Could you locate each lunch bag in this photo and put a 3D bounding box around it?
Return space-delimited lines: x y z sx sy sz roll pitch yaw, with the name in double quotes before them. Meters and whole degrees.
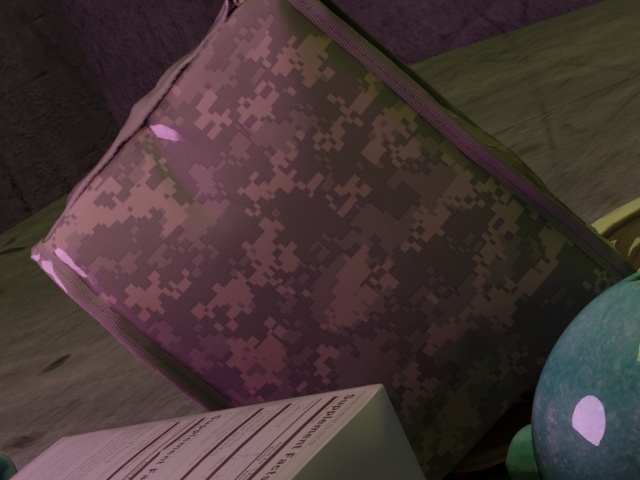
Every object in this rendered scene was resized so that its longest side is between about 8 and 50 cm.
"lunch bag" 0.000 0.000 1.006 0.235 0.287 0.169 -49 10 7

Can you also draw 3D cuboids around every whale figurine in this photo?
"whale figurine" 0.191 0.065 0.856 0.216 0.141 0.272 -22 12 12

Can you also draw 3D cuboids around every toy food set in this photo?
"toy food set" 0.113 0.126 1.033 0.083 0.020 0.082 -23 12 8

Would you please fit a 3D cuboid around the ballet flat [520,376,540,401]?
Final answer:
"ballet flat" 0.142 0.082 1.128 0.052 0.057 0.168 -49 -1 20

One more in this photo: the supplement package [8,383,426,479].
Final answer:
"supplement package" -0.066 0.179 0.868 0.244 0.139 0.134 -13 17 38

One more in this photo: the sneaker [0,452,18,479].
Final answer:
"sneaker" -0.292 0.217 1.146 0.150 0.135 0.366 -26 13 4

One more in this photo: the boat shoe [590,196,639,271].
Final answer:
"boat shoe" 0.312 -0.030 1.112 0.324 0.116 0.097 -32 18 -16
